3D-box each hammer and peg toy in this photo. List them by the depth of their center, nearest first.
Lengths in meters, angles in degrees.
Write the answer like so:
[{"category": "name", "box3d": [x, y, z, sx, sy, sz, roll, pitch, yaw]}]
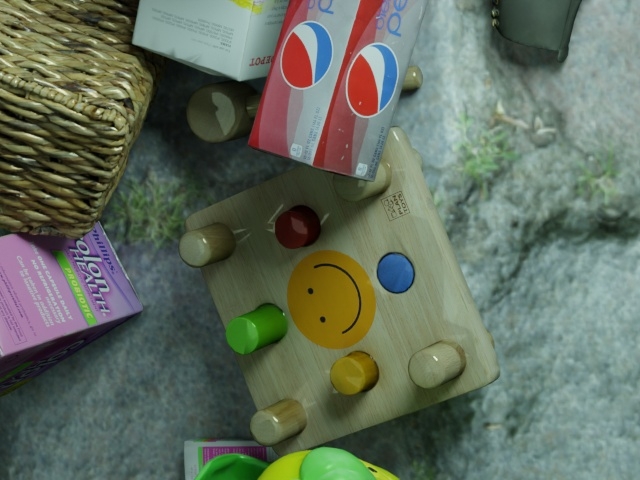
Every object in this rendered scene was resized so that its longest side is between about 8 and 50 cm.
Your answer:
[{"category": "hammer and peg toy", "box3d": [0.000, 0.000, 1.813, 0.266, 0.127, 0.361, -22, 88, 30]}]

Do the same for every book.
[{"category": "book", "box3d": [-0.068, 0.246, 1.952, 0.144, 0.035, 0.096, -3, 95, 29]}]

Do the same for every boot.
[{"category": "boot", "box3d": [0.149, -0.250, 1.723, 0.198, 0.077, 0.137, 25, 115, 24]}]

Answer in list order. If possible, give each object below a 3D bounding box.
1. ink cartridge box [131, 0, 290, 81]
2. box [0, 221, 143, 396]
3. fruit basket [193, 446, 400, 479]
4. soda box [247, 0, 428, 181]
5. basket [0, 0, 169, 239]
[{"category": "ink cartridge box", "box3d": [-0.079, -0.251, 1.811, 0.127, 0.128, 0.176, 20, 107, 25]}, {"category": "box", "box3d": [-0.341, 0.087, 1.949, 0.213, 0.243, 0.117, -31, 84, 29]}, {"category": "fruit basket", "box3d": [0.017, 0.294, 1.744, 0.392, 0.283, 0.392, 11, 120, 19]}, {"category": "soda box", "box3d": [0.028, -0.190, 1.678, 0.083, 0.092, 0.263, 19, 94, 42]}, {"category": "basket", "box3d": [-0.313, -0.159, 1.894, 0.299, 0.223, 0.213, 21, 134, -5]}]
